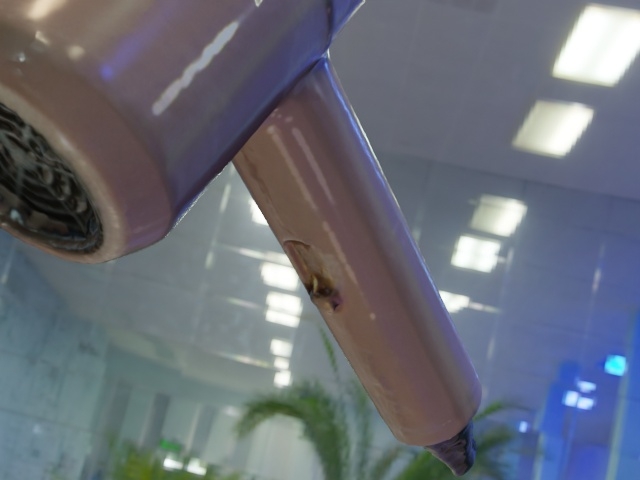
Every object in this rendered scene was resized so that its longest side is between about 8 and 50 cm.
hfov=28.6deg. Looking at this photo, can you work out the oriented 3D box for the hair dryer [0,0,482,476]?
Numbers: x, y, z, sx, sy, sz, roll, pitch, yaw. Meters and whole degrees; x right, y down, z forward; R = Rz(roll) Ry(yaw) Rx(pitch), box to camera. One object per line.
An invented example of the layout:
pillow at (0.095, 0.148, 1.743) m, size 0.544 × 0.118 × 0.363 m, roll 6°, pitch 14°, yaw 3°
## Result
hair dryer at (0.000, 0.000, 0.498) m, size 0.107 × 0.189 × 0.344 m, roll 7°, pitch -41°, yaw 40°
